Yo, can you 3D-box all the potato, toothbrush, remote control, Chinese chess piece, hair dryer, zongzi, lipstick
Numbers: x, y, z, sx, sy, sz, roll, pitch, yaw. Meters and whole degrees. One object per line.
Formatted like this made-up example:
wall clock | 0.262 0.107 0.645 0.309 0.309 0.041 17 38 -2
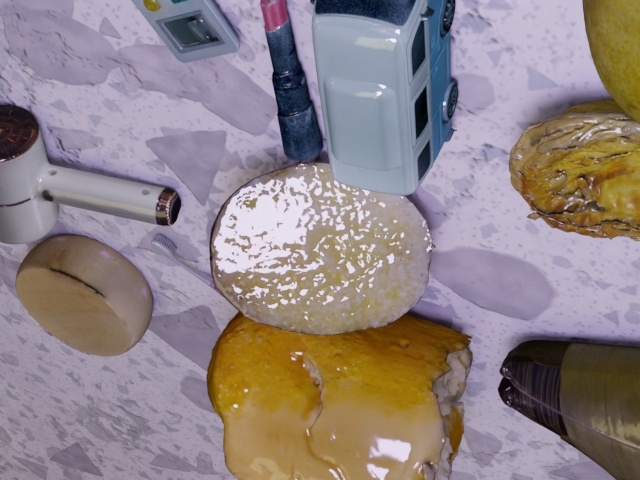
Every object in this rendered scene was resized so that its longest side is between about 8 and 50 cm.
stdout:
potato | 0.000 0.000 1.408 0.299 0.116 0.239 0 107 -3
toothbrush | -0.166 0.081 1.726 0.286 0.025 0.020 39 139 -18
remote control | -0.205 -0.335 1.233 0.103 0.051 0.293 -4 137 35
Chinese chess piece | -0.417 0.098 1.837 0.250 0.097 0.251 17 141 14
hair dryer | -0.372 -0.077 1.601 0.362 0.128 0.203 12 141 7
zongzi | 0.405 0.298 1.449 0.289 0.154 0.318 1 103 36
lipstick | -0.037 -0.205 1.287 0.053 0.053 0.234 11 137 21

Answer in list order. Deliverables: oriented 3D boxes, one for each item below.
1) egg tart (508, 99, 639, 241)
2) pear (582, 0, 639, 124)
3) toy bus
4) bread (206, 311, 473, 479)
egg tart | 0.335 -0.087 1.165 0.232 0.098 0.252 34 147 -20
pear | 0.364 -0.204 0.848 0.304 0.304 0.304 17 142 14
toy bus | 0.069 -0.187 1.144 0.133 0.165 0.271 13 141 19
bread | 0.033 0.217 1.511 0.394 0.361 0.250 23 117 9
